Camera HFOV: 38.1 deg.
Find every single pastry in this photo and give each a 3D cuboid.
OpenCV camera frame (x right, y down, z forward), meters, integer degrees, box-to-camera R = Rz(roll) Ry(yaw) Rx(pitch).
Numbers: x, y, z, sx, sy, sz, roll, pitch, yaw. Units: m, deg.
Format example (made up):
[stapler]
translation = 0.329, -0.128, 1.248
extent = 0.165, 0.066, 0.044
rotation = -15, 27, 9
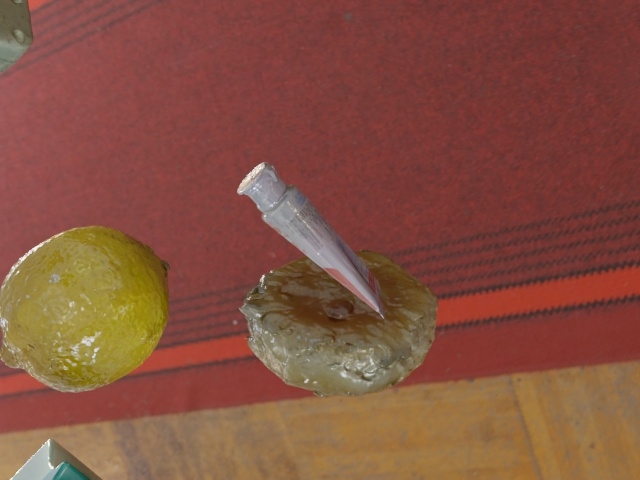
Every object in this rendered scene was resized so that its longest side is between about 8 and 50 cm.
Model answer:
[pastry]
translation = 0.038, 0.137, 1.516
extent = 0.329, 0.329, 0.136
rotation = 19, 126, 26

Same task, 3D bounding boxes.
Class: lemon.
[lemon]
translation = -0.285, 0.082, 1.130
extent = 0.192, 0.231, 0.192
rotation = 48, 158, 27

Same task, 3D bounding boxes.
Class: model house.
[model house]
translation = -0.293, 0.310, 1.015
extent = 0.100, 0.127, 0.149
rotation = 47, 169, -21

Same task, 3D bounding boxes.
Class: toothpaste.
[toothpaste]
translation = 0.000, 0.000, 1.135
extent = 0.057, 0.089, 0.234
rotation = -42, 108, 17

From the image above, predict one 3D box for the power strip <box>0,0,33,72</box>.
[power strip]
translation = -0.359, -0.211, 0.704
extent = 0.053, 0.288, 0.093
rotation = -28, 64, 34
